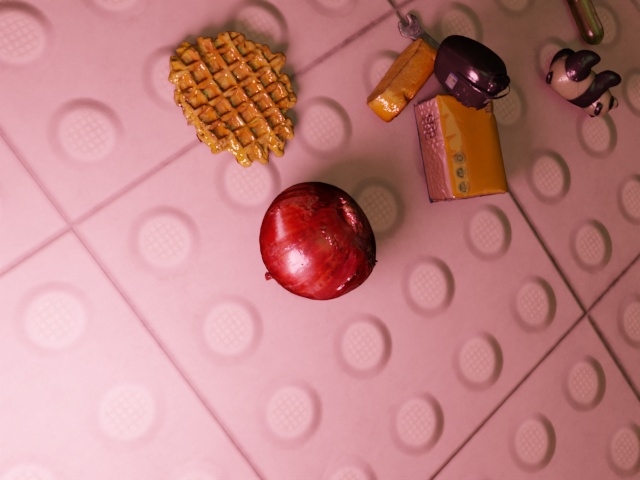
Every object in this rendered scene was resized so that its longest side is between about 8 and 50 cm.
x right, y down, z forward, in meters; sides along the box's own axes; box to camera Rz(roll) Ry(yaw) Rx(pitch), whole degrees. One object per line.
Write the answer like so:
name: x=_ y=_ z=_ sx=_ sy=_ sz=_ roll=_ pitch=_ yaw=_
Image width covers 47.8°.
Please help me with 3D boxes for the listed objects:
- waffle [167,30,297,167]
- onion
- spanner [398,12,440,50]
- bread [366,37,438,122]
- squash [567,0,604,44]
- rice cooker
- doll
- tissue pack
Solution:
waffle: x=-0.195 y=-0.321 z=1.645 sx=0.307 sy=0.060 sz=0.312 roll=-1 pitch=83 yaw=-24
onion: x=0.000 y=0.000 z=1.594 sx=0.276 sy=0.276 sz=0.277 roll=3 pitch=83 yaw=-24
spanner: x=0.326 y=-0.494 z=1.926 sx=0.302 sy=0.017 sz=0.071 roll=36 pitch=71 yaw=-17
bread: x=0.216 y=-0.403 z=1.820 sx=0.094 sy=0.102 sz=0.246 roll=41 pitch=68 yaw=-13
squash: x=0.772 y=-0.683 z=2.125 sx=0.066 sy=0.066 sz=0.229 roll=-26 pitch=95 yaw=-25
rice cooker: x=0.366 y=-0.409 z=1.756 sx=0.142 sy=0.118 sz=0.203 roll=-23 pitch=66 yaw=-38
doll: x=0.749 y=-0.448 z=2.057 sx=0.234 sy=0.143 sz=0.135 roll=31 pitch=96 yaw=-20
tissue pack: x=0.363 y=-0.237 z=1.848 sx=0.192 sy=0.134 sz=0.271 roll=-9 pitch=88 yaw=-26
